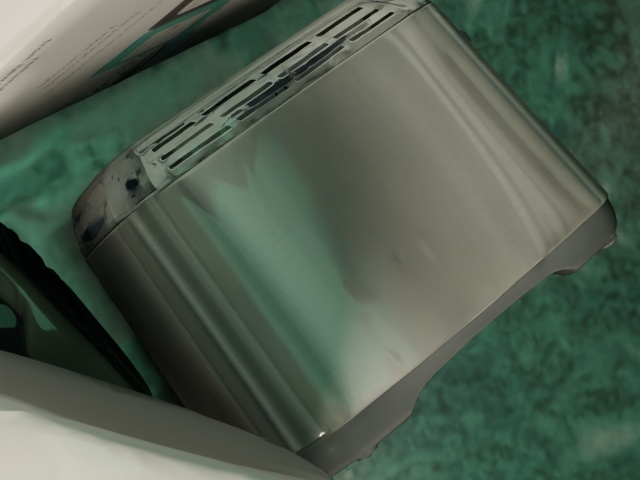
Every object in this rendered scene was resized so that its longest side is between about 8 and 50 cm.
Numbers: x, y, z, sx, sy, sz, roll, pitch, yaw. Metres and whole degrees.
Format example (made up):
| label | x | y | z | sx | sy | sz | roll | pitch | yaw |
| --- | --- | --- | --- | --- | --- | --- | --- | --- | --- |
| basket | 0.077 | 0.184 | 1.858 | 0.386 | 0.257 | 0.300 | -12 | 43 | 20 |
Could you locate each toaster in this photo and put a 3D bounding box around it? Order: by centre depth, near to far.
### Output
| label | x | y | z | sx | sy | sz | roll | pitch | yaw |
| --- | --- | --- | --- | --- | --- | --- | --- | --- | --- |
| toaster | 0.000 | 0.000 | 0.568 | 0.227 | 0.129 | 0.146 | -38 | 92 | -23 |

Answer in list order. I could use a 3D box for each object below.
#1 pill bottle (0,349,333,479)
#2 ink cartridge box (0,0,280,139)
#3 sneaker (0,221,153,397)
| label | x | y | z | sx | sy | sz | roll | pitch | yaw |
| --- | --- | --- | --- | --- | --- | --- | --- | --- | --- |
| pill bottle | -0.128 | 0.219 | 0.412 | 0.204 | 0.204 | 0.361 | 19 | 85 | -17 |
| ink cartridge box | -0.085 | -0.170 | 0.475 | 0.198 | 0.197 | 0.270 | 57 | 41 | -4 |
| sneaker | -0.176 | 0.036 | 0.523 | 0.227 | 0.087 | 0.130 | 38 | 92 | -28 |
